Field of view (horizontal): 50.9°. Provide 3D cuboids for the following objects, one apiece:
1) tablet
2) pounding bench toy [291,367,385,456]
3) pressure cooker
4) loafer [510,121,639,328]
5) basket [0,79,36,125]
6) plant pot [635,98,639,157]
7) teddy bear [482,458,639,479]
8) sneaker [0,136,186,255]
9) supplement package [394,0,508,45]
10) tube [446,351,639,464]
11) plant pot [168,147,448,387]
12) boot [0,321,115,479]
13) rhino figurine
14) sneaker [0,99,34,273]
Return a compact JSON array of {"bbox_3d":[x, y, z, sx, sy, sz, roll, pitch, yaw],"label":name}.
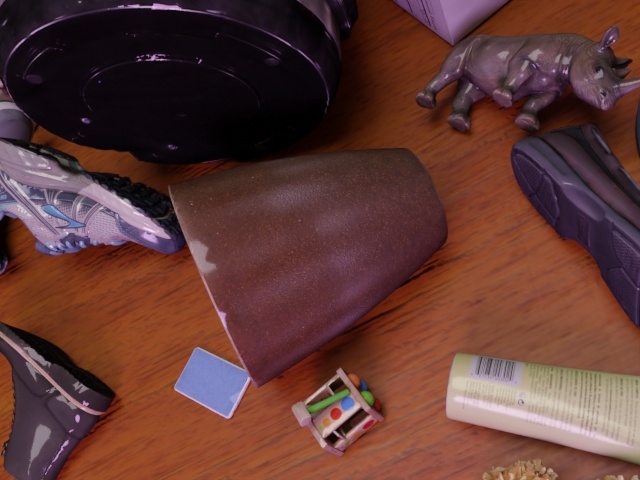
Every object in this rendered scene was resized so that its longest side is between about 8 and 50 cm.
[{"bbox_3d":[-0.119,0.156,0.741,0.083,0.006,0.054,19,73,30],"label":"tablet"},{"bbox_3d":[0.016,0.157,0.636,0.065,0.083,0.052,-40,56,0],"label":"pounding bench toy"},{"bbox_3d":[-0.163,-0.338,0.763,0.370,0.376,0.420,-30,58,55],"label":"pressure cooker"},{"bbox_3d":[0.288,-0.007,0.595,0.095,0.109,0.302,-27,51,-3],"label":"loafer"},{"bbox_3d":[-0.511,-0.254,1.053,0.167,0.113,0.103,17,70,29],"label":"basket"},{"bbox_3d":[0.425,-0.153,0.558,0.293,0.196,0.292,-10,61,19],"label":"plant pot"},{"bbox_3d":[0.169,0.325,0.472,0.245,0.113,0.337,20,73,32],"label":"teddy bear"},{"bbox_3d":[-0.298,-0.031,0.858,0.283,0.110,0.122,23,101,14],"label":"sneaker"},{"bbox_3d":[0.190,-0.405,0.779,0.262,0.204,0.145,-38,56,1],"label":"supplement package"},{"bbox_3d":[0.230,0.146,0.572,0.240,0.062,0.070,6,102,20],"label":"tube"},{"bbox_3d":[0.000,0.000,0.670,0.231,0.215,0.215,-23,57,-6],"label":"plant pot"},{"bbox_3d":[-0.349,0.189,0.784,0.198,0.077,0.137,27,82,32],"label":"boot"},{"bbox_3d":[0.220,-0.172,0.697,0.243,0.073,0.106,13,66,48],"label":"rhino figurine"},{"bbox_3d":[-0.477,-0.045,0.921,0.178,0.124,0.295,36,90,38],"label":"sneaker"}]
